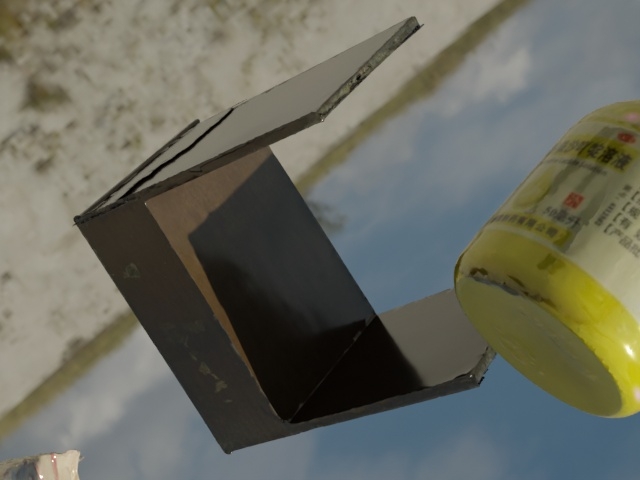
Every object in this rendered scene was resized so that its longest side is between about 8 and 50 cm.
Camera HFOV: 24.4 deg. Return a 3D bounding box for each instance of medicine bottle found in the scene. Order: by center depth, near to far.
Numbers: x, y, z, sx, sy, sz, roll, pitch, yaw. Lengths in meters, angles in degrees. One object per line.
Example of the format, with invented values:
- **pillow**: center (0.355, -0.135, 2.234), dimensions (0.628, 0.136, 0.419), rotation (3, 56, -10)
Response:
- **medicine bottle**: center (0.177, -0.021, 0.775), dimensions (0.212, 0.122, 0.122), rotation (-48, -160, -16)

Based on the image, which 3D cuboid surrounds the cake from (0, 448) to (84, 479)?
- **cake**: center (-0.108, 0.139, 0.538), dimensions (0.052, 0.121, 0.065), rotation (-19, 162, 12)

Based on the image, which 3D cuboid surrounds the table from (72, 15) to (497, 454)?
- **table**: center (0.000, 0.000, 1.220), dimensions (0.282, 0.251, 0.196), rotation (-22, -165, 40)
